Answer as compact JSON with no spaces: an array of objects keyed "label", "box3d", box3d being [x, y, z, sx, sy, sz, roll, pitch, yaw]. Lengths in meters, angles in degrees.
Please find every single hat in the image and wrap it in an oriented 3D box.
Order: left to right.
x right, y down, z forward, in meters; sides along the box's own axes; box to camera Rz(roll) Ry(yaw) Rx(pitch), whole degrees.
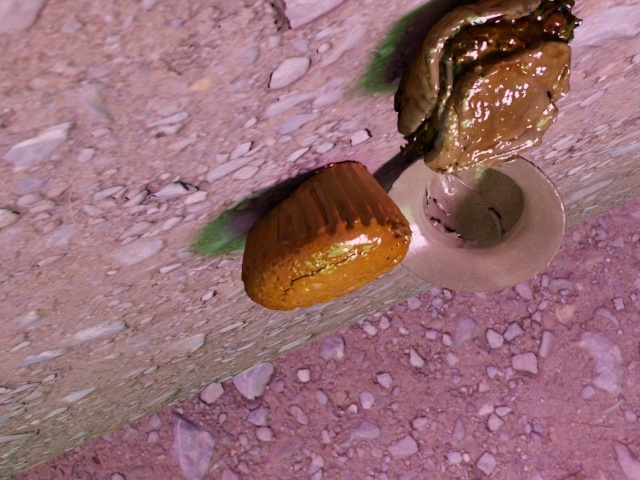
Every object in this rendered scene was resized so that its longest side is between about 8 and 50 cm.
[{"label":"hat","box3d":[0.218,-0.060,1.353,0.257,0.257,0.130,-34,-156,33]}]

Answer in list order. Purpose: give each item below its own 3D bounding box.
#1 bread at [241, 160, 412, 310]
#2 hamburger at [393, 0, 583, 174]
[{"label":"bread","box3d":[-0.001,0.004,1.252,0.240,0.139,0.240,-23,166,-6]},{"label":"hamburger","box3d":[0.160,-0.170,0.983,0.183,0.130,0.206,-20,147,-25]}]
